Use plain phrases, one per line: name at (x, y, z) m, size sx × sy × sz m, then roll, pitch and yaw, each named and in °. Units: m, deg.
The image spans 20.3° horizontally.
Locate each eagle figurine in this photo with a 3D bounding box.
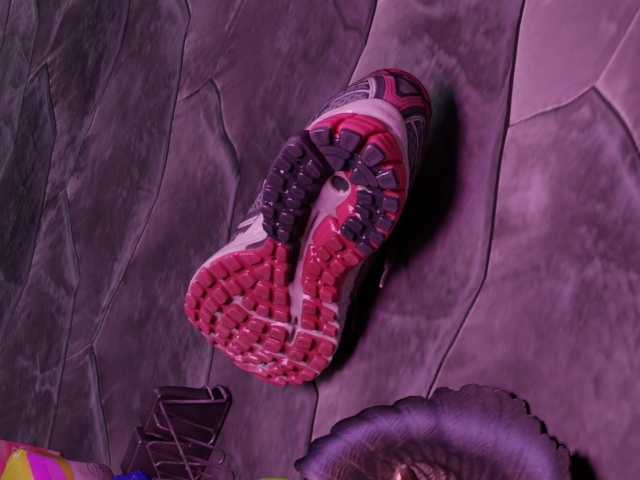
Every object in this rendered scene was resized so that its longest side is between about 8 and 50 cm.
eagle figurine at (0.052, 0.192, 0.984) m, size 0.226 × 0.225 × 0.298 m, roll -33°, pitch -10°, yaw 0°

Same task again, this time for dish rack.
dish rack at (-0.119, 0.258, 1.458) m, size 0.208 × 0.074 × 0.271 m, roll -69°, pitch 24°, yaw 19°

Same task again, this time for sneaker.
sneaker at (0.000, 0.000, 1.306) m, size 0.299 × 0.121 × 0.112 m, roll -53°, pitch 1°, yaw 45°

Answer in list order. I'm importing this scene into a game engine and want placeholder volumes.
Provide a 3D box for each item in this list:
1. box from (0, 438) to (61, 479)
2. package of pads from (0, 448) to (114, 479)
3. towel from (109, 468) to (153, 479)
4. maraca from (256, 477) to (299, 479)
box at (-0.354, 0.348, 1.898) m, size 0.128 × 0.122 × 0.257 m, roll -54°, pitch 29°, yaw 40°
package of pads at (-0.235, 0.344, 1.452) m, size 0.297 × 0.101 × 0.229 m, roll -68°, pitch 25°, yaw 16°
towel at (-0.048, 0.304, 1.049) m, size 0.228 × 0.076 × 0.308 m, roll -126°, pitch 17°, yaw -61°
maraca at (-0.023, 0.222, 1.215) m, size 0.185 × 0.099 × 0.127 m, roll -15°, pitch 68°, yaw 37°
